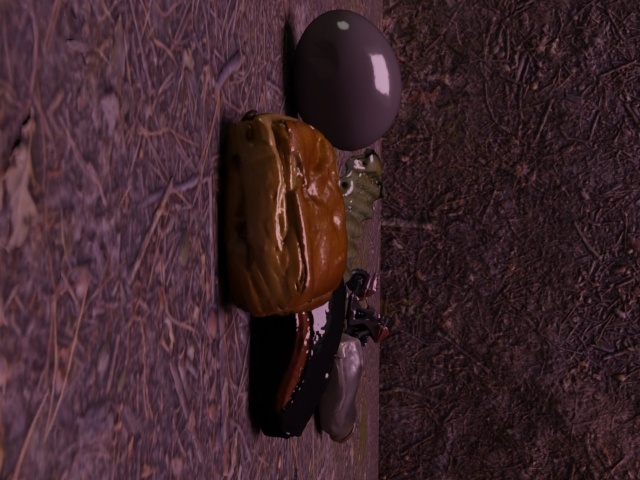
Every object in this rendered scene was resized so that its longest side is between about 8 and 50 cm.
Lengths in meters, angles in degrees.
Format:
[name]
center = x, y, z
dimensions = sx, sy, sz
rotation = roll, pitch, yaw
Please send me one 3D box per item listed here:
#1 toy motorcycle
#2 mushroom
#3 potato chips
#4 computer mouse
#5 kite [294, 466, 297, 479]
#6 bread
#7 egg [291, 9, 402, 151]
[toy motorcycle]
center = 0.121, 0.178, 2.516
dimensions = 0.084, 0.118, 0.213
rotation = 101, -8, -74
[mushroom]
center = 0.033, 0.299, 1.956
dimensions = 0.351, 0.097, 0.109
rotation = 90, 18, -46
[potato chips]
center = 0.049, 0.018, 2.003
dimensions = 0.389, 0.097, 0.373
rotation = 82, 21, -64
[computer mouse]
center = -0.027, 0.112, 1.333
dimensions = 0.183, 0.116, 0.324
rotation = -12, 103, -76
[kite]
center = -0.045, 0.415, 1.687
dimensions = 0.078, 0.002, 0.044
rotation = 15, 76, -83
[bread]
center = -0.034, -0.029, 1.151
dimensions = 0.210, 0.099, 0.235
rotation = -1, 88, -72
[egg]
center = 0.040, -0.255, 1.542
dimensions = 0.232, 0.176, 0.176
rotation = 79, 14, -47
